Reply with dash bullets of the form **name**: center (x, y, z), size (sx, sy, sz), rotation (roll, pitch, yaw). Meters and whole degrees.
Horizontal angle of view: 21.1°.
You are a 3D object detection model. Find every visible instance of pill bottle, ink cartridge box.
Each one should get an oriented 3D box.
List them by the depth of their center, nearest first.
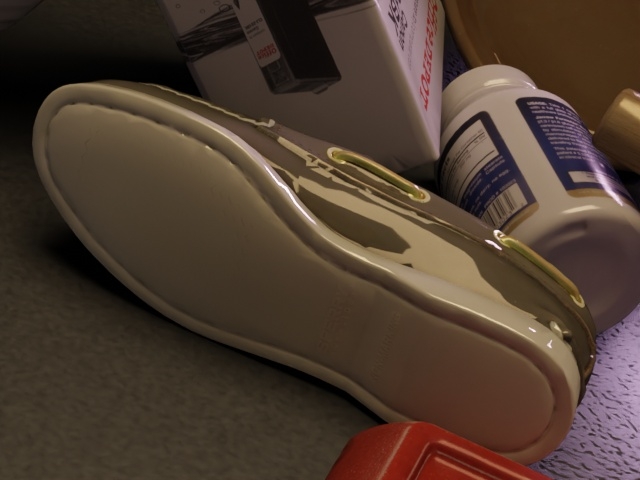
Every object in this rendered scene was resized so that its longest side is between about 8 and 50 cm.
- **ink cartridge box**: center (-0.026, -0.182, 0.963), size (0.114, 0.273, 0.197), rotation (-16, 30, 15)
- **pill bottle**: center (0.119, -0.028, 0.976), size (0.094, 0.094, 0.169), rotation (5, 35, -19)

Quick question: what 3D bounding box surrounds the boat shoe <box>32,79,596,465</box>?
- **boat shoe**: center (-0.002, 0.004, 0.866), size (0.305, 0.109, 0.091), rotation (30, 34, 8)

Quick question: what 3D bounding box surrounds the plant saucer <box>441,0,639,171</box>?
- **plant saucer**: center (0.216, -0.180, 1.144), size (0.278, 0.278, 0.041), rotation (19, -6, 3)

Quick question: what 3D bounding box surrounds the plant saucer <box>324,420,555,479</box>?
- **plant saucer**: center (0.095, 0.182, 0.696), size (0.258, 0.048, 0.259), rotation (24, 32, 10)

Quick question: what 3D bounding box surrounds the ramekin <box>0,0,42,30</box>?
- **ramekin**: center (-0.234, -0.234, 0.977), size (0.127, 0.273, 0.273), rotation (1, 34, -46)

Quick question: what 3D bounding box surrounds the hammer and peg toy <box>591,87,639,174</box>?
- **hammer and peg toy**: center (0.249, -0.109, 0.916), size (0.127, 0.266, 0.361), rotation (32, 12, 9)
